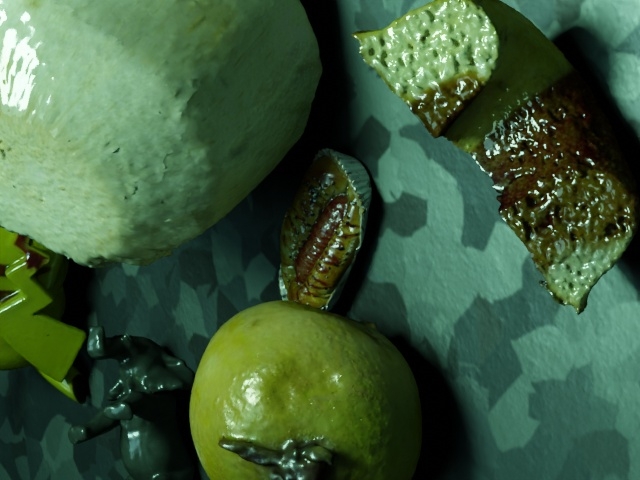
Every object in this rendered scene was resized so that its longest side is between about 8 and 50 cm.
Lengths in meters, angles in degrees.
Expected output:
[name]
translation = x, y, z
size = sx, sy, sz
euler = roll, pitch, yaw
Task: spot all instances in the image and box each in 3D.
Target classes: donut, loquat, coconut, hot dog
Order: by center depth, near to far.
[donut]
translation = 0.176, -0.096, 1.385
size = 0.112, 0.151, 0.295
euler = -38, 86, 30
[loquat]
translation = -0.015, 0.176, 1.595
size = 0.244, 0.244, 0.244
euler = 14, 109, 49
[coconut]
translation = -0.198, -0.179, 1.673
size = 0.415, 0.415, 0.345
euler = 59, 147, 25
[hot dog]
translation = 0.000, 0.000, 1.680
size = 0.099, 0.053, 0.192
euler = 48, 129, 39

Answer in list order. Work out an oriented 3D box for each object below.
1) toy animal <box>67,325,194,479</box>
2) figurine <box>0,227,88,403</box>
[toy animal]
translation = -0.220, 0.210, 1.924
size = 0.114, 0.146, 0.245
euler = 5, 106, 31
[figurine]
translation = -0.383, 0.059, 2.088
size = 0.169, 0.218, 0.327
euler = -82, 3, -55
